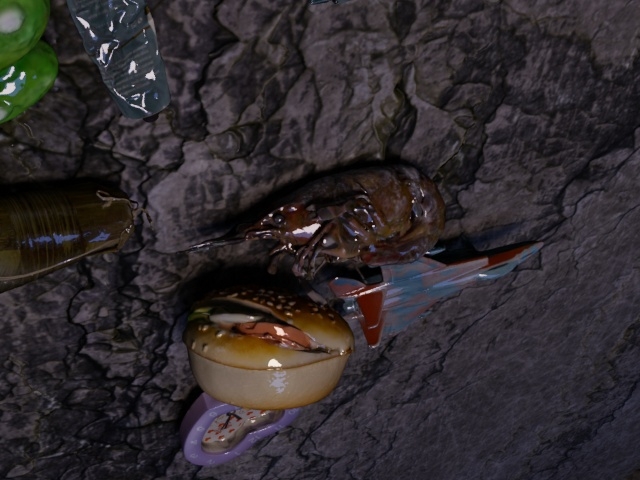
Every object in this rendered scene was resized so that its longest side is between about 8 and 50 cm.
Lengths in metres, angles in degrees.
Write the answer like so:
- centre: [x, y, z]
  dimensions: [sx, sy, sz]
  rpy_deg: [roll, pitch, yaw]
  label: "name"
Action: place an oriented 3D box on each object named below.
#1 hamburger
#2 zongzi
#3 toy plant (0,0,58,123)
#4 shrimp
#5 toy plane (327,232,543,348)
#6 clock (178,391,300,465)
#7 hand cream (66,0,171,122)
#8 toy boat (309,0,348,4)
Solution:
- centre: [-0.064, 0.129, 1.047]
  dimensions: [0.237, 0.237, 0.147]
  rpy_deg: [3, 96, -34]
  label: "hamburger"
- centre: [-0.295, 0.012, 0.890]
  dimensions: [0.187, 0.084, 0.184]
  rpy_deg: [-8, 152, -30]
  label: "zongzi"
- centre: [-0.359, -0.143, 0.626]
  dimensions: [0.316, 0.184, 0.224]
  rpy_deg: [-32, 150, -22]
  label: "toy plant"
- centre: [-0.002, -0.007, 1.008]
  dimensions: [0.343, 0.116, 0.145]
  rpy_deg: [-11, 115, -17]
  label: "shrimp"
- centre: [0.167, 0.047, 1.181]
  dimensions: [0.326, 0.104, 0.223]
  rpy_deg: [-24, 143, -13]
  label: "toy plane"
- centre: [-0.138, 0.264, 1.267]
  dimensions: [0.198, 0.064, 0.172]
  rpy_deg: [-34, 142, 7]
  label: "clock"
- centre: [-0.181, -0.202, 0.728]
  dimensions: [0.075, 0.052, 0.248]
  rpy_deg: [-21, 141, -11]
  label: "hand cream"
- centre: [0.047, -0.267, 0.792]
  dimensions: [0.141, 0.055, 0.060]
  rpy_deg: [-18, 163, -14]
  label: "toy boat"
